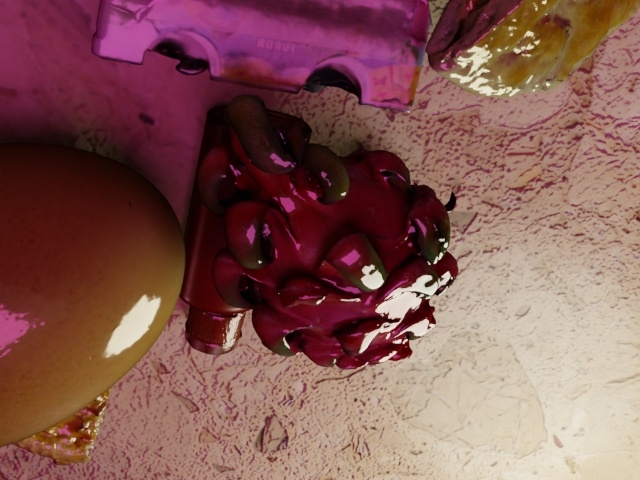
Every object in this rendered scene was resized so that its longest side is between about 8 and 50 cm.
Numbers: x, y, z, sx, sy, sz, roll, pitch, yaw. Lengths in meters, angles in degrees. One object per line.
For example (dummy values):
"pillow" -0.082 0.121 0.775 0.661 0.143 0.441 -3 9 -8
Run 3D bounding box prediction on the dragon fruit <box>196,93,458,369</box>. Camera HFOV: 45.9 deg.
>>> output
"dragon fruit" 0.002 0.010 0.654 0.219 0.198 0.273 -10 164 41

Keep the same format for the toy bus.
"toy bus" -0.048 -0.183 0.646 0.274 0.090 0.112 8 113 -15

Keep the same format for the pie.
"pie" 0.206 -0.264 0.578 0.338 0.075 0.337 -28 145 -22

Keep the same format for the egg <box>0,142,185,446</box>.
"egg" -0.273 0.042 0.645 0.323 0.250 0.250 -24 122 -3

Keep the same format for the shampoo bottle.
"shampoo bottle" -0.087 -0.003 0.762 0.102 0.064 0.260 4 121 -23

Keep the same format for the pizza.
"pizza" -0.291 0.176 0.836 0.161 0.062 0.182 -31 120 2
